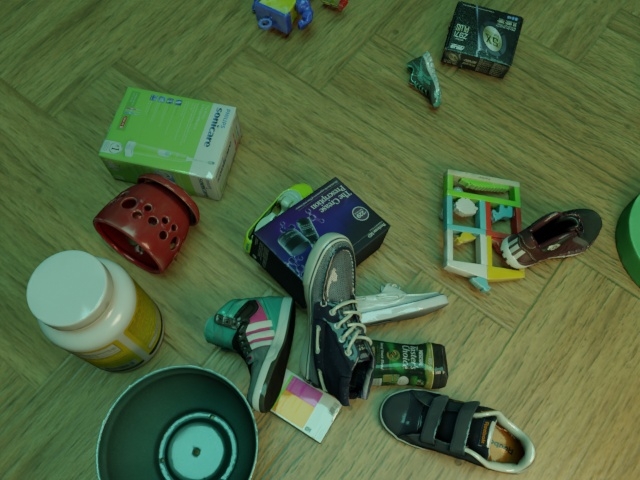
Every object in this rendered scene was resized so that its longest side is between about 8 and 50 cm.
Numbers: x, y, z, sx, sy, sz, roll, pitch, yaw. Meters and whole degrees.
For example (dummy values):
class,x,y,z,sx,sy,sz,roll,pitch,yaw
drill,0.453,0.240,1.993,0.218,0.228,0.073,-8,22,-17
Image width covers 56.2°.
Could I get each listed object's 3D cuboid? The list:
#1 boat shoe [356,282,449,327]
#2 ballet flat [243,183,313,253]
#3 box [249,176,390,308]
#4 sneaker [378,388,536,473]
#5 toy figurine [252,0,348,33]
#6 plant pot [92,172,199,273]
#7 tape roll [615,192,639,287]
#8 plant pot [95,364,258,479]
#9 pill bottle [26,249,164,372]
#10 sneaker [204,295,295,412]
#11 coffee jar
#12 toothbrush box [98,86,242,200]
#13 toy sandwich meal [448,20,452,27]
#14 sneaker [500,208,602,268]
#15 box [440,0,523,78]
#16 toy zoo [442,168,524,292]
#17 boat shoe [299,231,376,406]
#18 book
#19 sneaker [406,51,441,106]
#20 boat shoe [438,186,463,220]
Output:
class,x,y,z,sx,sy,sz,roll,pitch,yaw
boat shoe,0.152,0.136,1.330,0.258,0.095,0.084,-10,72,-5
ballet flat,-0.097,-0.060,1.421,0.077,0.077,0.231,37,72,15
box,0.000,0.000,1.352,0.184,0.103,0.261,44,59,14
sneaker,0.278,0.378,1.214,0.321,0.127,0.126,15,69,8
toy figurine,-0.127,-0.676,1.625,0.362,0.191,0.217,29,75,13
plant pot,-0.387,-0.047,1.359,0.191,0.191,0.174,27,66,11
tape roll,0.862,0.005,1.389,0.321,0.077,0.321,0,67,1
plant pot,-0.257,0.407,1.165,0.293,0.196,0.293,0,67,1
pill bottle,-0.443,0.144,1.201,0.188,0.334,0.188,0,67,0
sneaker,-0.160,0.221,1.248,0.178,0.124,0.295,4,36,7
coffee jar,0.178,0.264,1.279,0.184,0.079,0.096,2,45,1
toothbrush box,-0.360,-0.238,1.473,0.283,0.122,0.206,11,68,6
toy sandwich meal,0.399,-0.587,1.662,0.085,0.029,0.085,0,67,0
sneaker,0.555,-0.022,1.339,0.281,0.162,0.106,-21,75,-19
box,0.428,-0.533,1.596,0.180,0.077,0.147,17,80,5
toy zoo,0.380,-0.018,1.404,0.192,0.030,0.293,8,68,-10
boat shoe,0.051,0.163,1.199,0.127,0.340,0.158,-12,25,-36
book,-0.037,0.351,1.277,0.144,0.035,0.096,30,68,12
sneaker,0.273,-0.417,1.585,0.076,0.065,0.166,-15,64,12
boat shoe,0.319,-0.094,1.455,0.035,0.035,0.100,32,72,13
